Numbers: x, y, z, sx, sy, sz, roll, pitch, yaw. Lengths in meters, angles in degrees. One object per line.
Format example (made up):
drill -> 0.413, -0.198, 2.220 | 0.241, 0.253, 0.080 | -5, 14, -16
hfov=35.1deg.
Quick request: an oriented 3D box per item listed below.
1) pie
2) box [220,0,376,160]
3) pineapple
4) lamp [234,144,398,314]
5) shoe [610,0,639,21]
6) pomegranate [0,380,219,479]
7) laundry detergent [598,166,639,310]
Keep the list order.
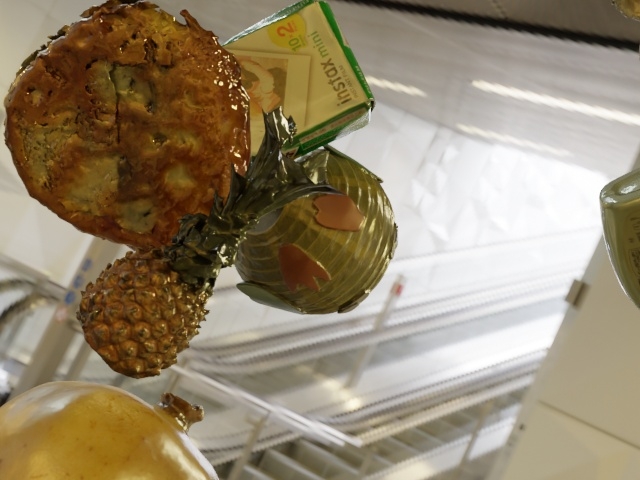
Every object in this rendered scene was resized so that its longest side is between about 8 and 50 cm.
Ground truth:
pie -> -0.215, -0.124, 1.134 | 0.308, 0.308, 0.085 | 27, 17, -2
box -> -0.066, -0.192, 1.348 | 0.180, 0.250, 0.103 | 63, 0, 8
pineapple -> -0.101, 0.005, 0.949 | 0.119, 0.277, 0.130 | 50, 11, 27
lamp -> 0.000, 0.000, 1.469 | 0.250, 0.250, 0.284 | 20, -9, 42
shoe -> 0.474, -0.309, 1.191 | 0.351, 0.198, 0.172 | 13, -51, 8
pomegranate -> -0.241, 0.292, 1.044 | 0.307, 0.307, 0.307 | 26, -7, 3
laundry detergent -> 0.503, 0.026, 1.341 | 0.280, 0.215, 0.105 | 62, 14, -19
